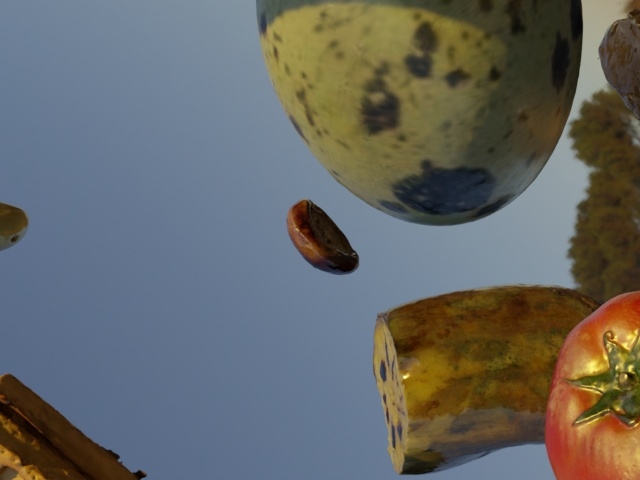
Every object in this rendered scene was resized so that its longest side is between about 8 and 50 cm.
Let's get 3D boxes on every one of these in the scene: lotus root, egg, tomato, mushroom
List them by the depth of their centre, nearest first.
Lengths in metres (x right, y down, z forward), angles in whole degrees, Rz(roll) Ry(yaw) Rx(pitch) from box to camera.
[{"bbox_3d":[0.263,0.128,0.725,0.085,0.225,0.225,32,-158,-36],"label":"tomato"},{"bbox_3d":[0.093,-0.180,0.830,0.287,0.288,0.379,-91,-16,-61],"label":"egg"},{"bbox_3d":[0.000,0.000,1.186,0.123,0.052,0.123,48,-164,-18],"label":"mushroom"},{"bbox_3d":[0.249,0.181,1.227,0.346,0.250,0.250,-7,-149,0],"label":"lotus root"}]

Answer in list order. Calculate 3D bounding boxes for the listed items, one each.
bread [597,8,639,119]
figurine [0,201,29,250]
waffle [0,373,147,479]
[{"bbox_3d":[0.436,-0.192,1.036,0.229,0.143,0.139,48,164,9],"label":"bread"},{"bbox_3d":[-0.692,-0.070,1.655,0.324,0.124,0.222,15,-154,-33],"label":"figurine"},{"bbox_3d":[-0.334,0.299,0.923,0.224,0.328,0.098,41,-151,-8],"label":"waffle"}]
